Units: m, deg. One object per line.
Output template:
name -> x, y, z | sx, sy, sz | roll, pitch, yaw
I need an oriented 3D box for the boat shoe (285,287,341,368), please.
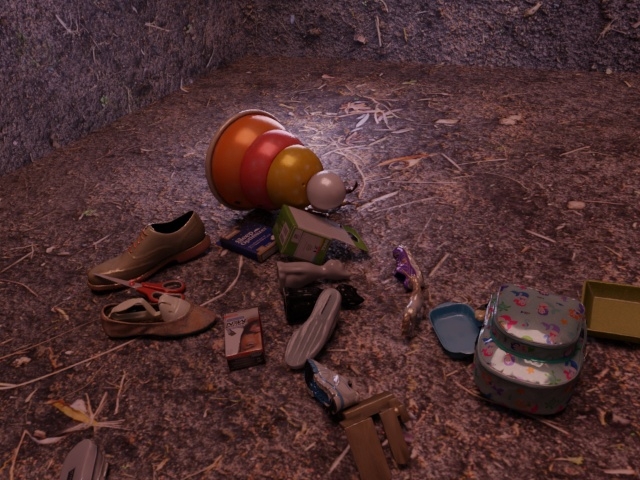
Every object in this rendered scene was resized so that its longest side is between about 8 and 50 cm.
boat shoe -> -0.004, 0.227, 1.494 | 0.083, 0.076, 0.226 | 20, 62, 31

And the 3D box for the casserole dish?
casserole dish -> 0.329, 0.217, 1.451 | 0.114, 0.037, 0.188 | -13, 31, -4

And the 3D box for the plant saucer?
plant saucer -> 0.701, 0.173, 1.407 | 0.188, 0.045, 0.188 | 7, 36, 24

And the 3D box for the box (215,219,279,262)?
box -> -0.223, -0.005, 1.954 | 0.225, 0.037, 0.136 | 17, 41, 38

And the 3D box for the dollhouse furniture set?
dollhouse furniture set -> 0.115, 0.398, 1.235 | 0.144, 0.123, 0.151 | -18, -2, -13

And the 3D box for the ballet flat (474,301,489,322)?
ballet flat -> 0.435, 0.156, 1.476 | 0.173, 0.049, 0.057 | -19, 45, -34

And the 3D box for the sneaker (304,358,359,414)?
sneaker -> 0.024, 0.319, 1.349 | 0.082, 0.072, 0.190 | -5, 21, -25

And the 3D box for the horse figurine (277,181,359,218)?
horse figurine -> 0.011, -0.110, 2.016 | 0.263, 0.066, 0.174 | -37, 33, -23

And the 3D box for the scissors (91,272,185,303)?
scissors -> -0.535, 0.138, 1.767 | 0.296, 0.021, 0.109 | 7, 36, 0

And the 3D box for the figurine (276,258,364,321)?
figurine -> -0.005, 0.122, 1.660 | 0.209, 0.093, 0.215 | -6, 31, -9

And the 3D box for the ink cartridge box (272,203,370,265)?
ink cartridge box -> 0.000, 0.000, 1.823 | 0.255, 0.097, 0.189 | 19, 17, -19

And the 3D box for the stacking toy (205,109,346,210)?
stacking toy -> -0.111, -0.207, 1.944 | 0.350, 0.351, 0.479 | -32, 39, -31

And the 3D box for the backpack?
backpack -> 0.437, 0.226, 1.275 | 0.225, 0.191, 0.254 | 14, 46, 20

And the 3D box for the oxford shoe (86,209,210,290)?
oxford shoe -> -0.546, 0.022, 1.889 | 0.396, 0.147, 0.140 | -27, 38, -19

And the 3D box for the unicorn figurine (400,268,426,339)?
unicorn figurine -> 0.229, 0.160, 1.496 | 0.060, 0.111, 0.162 | -2, 33, 13

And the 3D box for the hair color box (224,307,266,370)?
hair color box -> -0.192, 0.245, 1.535 | 0.093, 0.053, 0.167 | -12, 33, -4

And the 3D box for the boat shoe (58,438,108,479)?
boat shoe -> -0.463, 0.508, 1.168 | 0.096, 0.088, 0.267 | -34, 27, 5

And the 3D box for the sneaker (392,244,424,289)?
sneaker -> 0.228, 0.073, 1.680 | 0.071, 0.068, 0.170 | -18, 33, -2

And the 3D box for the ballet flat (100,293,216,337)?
ballet flat -> -0.441, 0.199, 1.627 | 0.315, 0.106, 0.108 | -7, 32, 4

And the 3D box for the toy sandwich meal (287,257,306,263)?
toy sandwich meal -> -0.069, 0.071, 1.795 | 0.085, 0.029, 0.086 | -7, 32, 4
